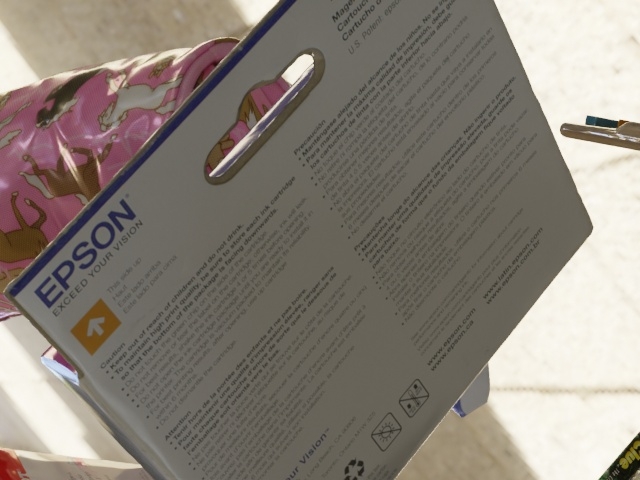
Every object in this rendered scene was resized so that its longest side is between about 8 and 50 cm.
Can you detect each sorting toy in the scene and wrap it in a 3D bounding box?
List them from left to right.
[{"bbox_3d":[0.159,-0.047,0.699,0.083,0.012,0.062,8,-179,-19],"label":"sorting toy"}]

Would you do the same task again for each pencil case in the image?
[{"bbox_3d":[-0.193,-0.026,1.114,0.386,0.167,0.160,-10,136,33],"label":"pencil case"}]

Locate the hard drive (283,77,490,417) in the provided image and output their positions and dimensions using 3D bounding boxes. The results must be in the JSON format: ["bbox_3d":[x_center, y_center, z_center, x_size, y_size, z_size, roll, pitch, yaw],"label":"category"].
[{"bbox_3d":[0.028,-0.009,1.343,0.319,0.040,0.210,39,149,42],"label":"hard drive"}]

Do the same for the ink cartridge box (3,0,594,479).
[{"bbox_3d":[0.000,0.000,0.881,0.071,0.324,0.330,25,157,44],"label":"ink cartridge box"}]

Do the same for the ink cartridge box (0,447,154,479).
[{"bbox_3d":[-0.161,0.211,1.033,0.231,0.078,0.134,12,-163,-31],"label":"ink cartridge box"}]

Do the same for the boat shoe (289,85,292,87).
[{"bbox_3d":[-0.016,-0.104,1.228,0.133,0.049,0.042,-15,111,29],"label":"boat shoe"}]

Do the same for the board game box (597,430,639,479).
[{"bbox_3d":[0.375,0.220,1.557,0.030,0.260,0.136,55,132,27],"label":"board game box"}]
